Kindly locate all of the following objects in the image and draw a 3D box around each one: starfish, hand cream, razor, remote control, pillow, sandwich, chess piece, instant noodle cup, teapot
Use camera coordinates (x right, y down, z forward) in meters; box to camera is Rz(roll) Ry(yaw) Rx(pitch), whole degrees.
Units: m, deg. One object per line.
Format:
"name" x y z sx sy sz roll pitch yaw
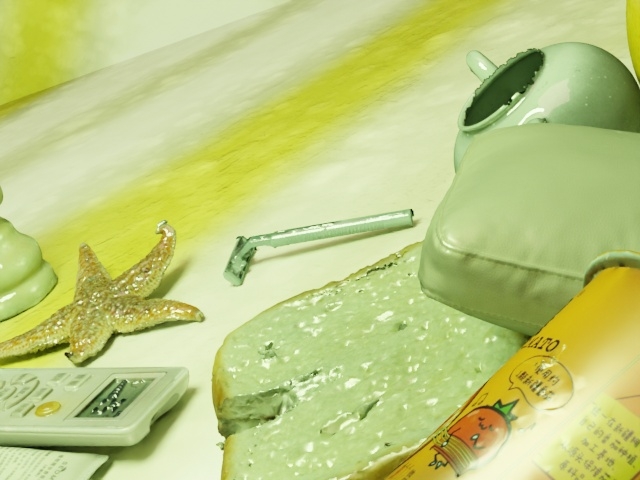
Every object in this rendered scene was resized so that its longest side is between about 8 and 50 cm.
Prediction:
"starfish" -0.254 0.069 1.159 0.295 0.048 0.231 -16 33 17
"hand cream" -0.295 0.205 0.897 0.234 0.050 0.080 -3 28 28
"razor" -0.002 -0.006 1.121 0.211 0.036 0.084 -15 25 15
"remote control" -0.273 0.164 0.960 0.313 0.055 0.109 -4 20 25
"pillow" 0.239 0.005 0.679 0.322 0.119 0.255 13 26 11
"sandwich" 0.042 0.115 0.737 0.249 0.095 0.273 -23 24 1
"chess piece" -0.434 -0.027 1.269 0.133 0.243 0.133 -17 25 8
"instant noodle cup" 0.136 0.138 0.481 0.172 0.215 0.216 -35 25 -9
"teapot" 0.209 -0.107 0.987 0.193 0.129 0.294 -44 17 14

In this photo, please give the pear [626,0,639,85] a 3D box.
"pear" 0.413 -0.187 0.923 0.285 0.336 0.285 10 -10 2
